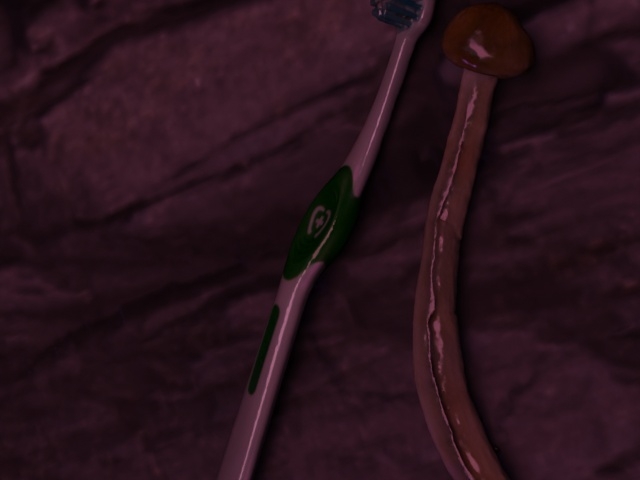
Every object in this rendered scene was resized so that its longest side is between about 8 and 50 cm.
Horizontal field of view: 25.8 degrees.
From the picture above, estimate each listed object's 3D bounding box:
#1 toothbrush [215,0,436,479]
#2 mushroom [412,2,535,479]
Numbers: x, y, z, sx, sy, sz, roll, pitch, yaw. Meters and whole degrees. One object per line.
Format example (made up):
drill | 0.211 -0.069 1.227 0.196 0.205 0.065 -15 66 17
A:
toothbrush | 0.002 0.000 0.669 0.030 0.030 0.303 21 98 20
mushroom | 0.078 0.045 0.635 0.068 0.043 0.306 -6 88 45
